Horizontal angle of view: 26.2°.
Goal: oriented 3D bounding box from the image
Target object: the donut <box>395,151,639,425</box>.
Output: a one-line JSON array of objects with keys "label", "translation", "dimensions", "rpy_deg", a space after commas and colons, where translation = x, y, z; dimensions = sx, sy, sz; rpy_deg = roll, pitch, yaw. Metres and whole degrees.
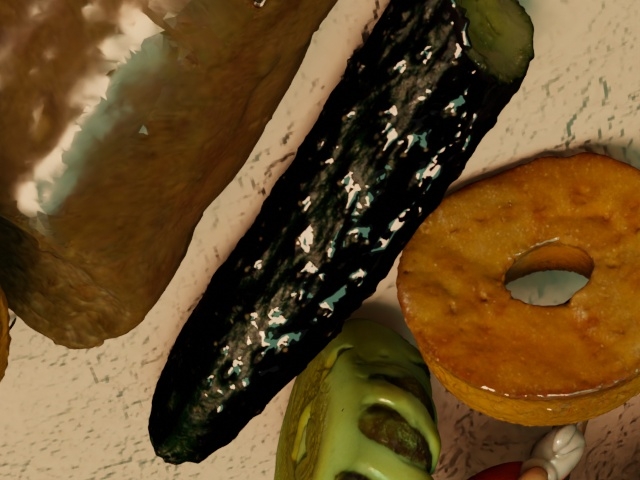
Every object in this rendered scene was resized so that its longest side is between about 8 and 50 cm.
[{"label": "donut", "translation": [0.116, 0.028, 0.684], "dimensions": [0.152, 0.152, 0.058], "rpy_deg": [-13, 142, 0]}]

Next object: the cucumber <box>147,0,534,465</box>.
[{"label": "cucumber", "translation": [0.000, 0.000, 0.682], "dimensions": [0.081, 0.072, 0.303], "rpy_deg": [-17, 146, -56]}]

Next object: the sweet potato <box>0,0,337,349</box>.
[{"label": "sweet potato", "translation": [-0.064, -0.113, 0.559], "dimensions": [0.158, 0.158, 0.369], "rpy_deg": [28, 108, -25]}]

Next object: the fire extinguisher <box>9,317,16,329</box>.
[{"label": "fire extinguisher", "translation": [-0.212, 0.048, 0.707], "dimensions": [0.100, 0.032, 0.046], "rpy_deg": [18, 109, -13]}]

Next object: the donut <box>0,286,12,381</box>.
[{"label": "donut", "translation": [-0.235, -0.021, 0.532], "dimensions": [0.110, 0.303, 0.303], "rpy_deg": [-41, 129, -26]}]

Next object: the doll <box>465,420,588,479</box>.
[{"label": "doll", "translation": [0.099, 0.159, 0.729], "dimensions": [0.085, 0.217, 0.183], "rpy_deg": [29, 135, 18]}]

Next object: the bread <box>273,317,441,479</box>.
[{"label": "bread", "translation": [0.020, 0.111, 0.718], "dimensions": [0.071, 0.139, 0.130], "rpy_deg": [20, 97, -14]}]
